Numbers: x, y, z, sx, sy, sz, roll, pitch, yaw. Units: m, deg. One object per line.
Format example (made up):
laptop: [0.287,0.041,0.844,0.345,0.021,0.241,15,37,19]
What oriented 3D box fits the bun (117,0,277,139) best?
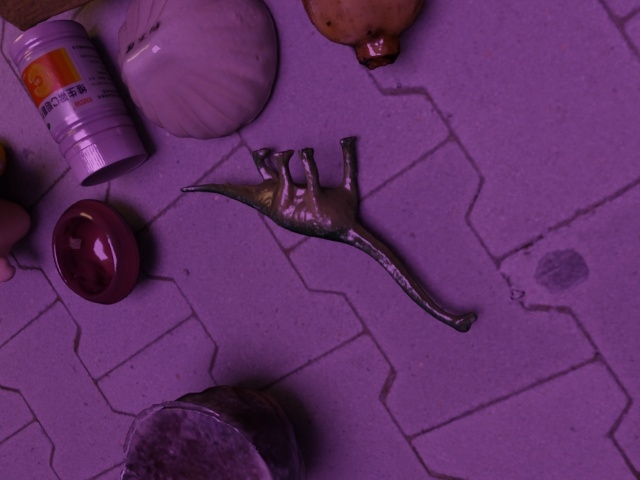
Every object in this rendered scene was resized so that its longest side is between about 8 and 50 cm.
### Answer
bun: [-0.209,-0.272,0.892,0.263,0.175,0.263,6,106,22]

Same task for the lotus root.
lotus root: [0.042,-0.359,0.762,0.160,0.146,0.284,-10,103,26]

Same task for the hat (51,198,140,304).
hat: [-0.400,0.019,1.111,0.206,0.089,0.205,7,104,28]

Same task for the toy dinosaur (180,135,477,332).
toy dinosaur: [0.000,0.000,0.930,0.447,0.087,0.300,-4,110,28]

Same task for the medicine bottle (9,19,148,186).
medicine bottle: [-0.403,-0.227,1.018,0.133,0.133,0.249,-24,94,29]

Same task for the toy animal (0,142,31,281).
toy animal: [-0.664,-0.045,1.159,0.345,0.277,0.246,2,134,35]

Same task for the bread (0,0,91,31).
bread: [-0.315,-0.428,0.837,0.362,0.233,0.244,15,85,18]

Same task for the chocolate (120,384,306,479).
chocolate: [-0.153,0.368,1.021,0.303,0.213,0.303,5,103,23]
